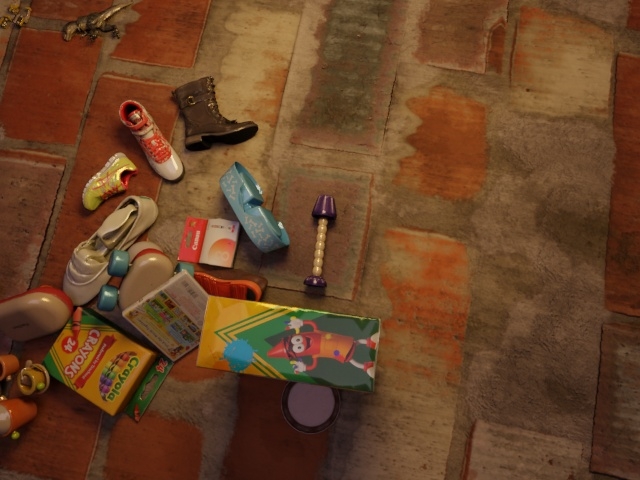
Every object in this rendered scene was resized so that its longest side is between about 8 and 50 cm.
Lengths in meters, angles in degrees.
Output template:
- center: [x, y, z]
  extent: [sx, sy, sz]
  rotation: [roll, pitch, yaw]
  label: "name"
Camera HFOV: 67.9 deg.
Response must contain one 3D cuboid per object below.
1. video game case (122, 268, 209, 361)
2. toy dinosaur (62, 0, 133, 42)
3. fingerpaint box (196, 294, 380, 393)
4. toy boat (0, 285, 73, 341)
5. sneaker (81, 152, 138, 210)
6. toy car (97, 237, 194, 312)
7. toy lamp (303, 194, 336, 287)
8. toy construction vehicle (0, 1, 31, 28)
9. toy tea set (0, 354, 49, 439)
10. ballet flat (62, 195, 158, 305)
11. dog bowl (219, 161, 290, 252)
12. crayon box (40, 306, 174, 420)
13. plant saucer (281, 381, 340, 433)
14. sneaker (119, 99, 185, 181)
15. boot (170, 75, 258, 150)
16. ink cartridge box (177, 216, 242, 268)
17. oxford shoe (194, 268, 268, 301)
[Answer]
- center: [-0.401, 0.217, 1.348]
  extent: [0.206, 0.227, 0.026]
  rotation: [-35, 35, -4]
  label: "video game case"
- center: [-0.748, -0.731, 1.609]
  extent: [0.268, 0.064, 0.118]
  rotation: [-26, 72, -5]
  label: "toy dinosaur"
- center: [-0.056, 0.251, 1.186]
  extent: [0.372, 0.445, 0.163]
  rotation: [7, 78, 5]
  label: "fingerpaint box"
- center: [-0.832, 0.193, 1.401]
  extent: [0.231, 0.151, 0.151]
  rotation: [-17, 36, 18]
  label: "toy boat"
- center: [-0.654, -0.173, 1.484]
  extent: [0.094, 0.081, 0.208]
  rotation: [33, 82, 6]
  label: "sneaker"
- center: [-0.517, 0.092, 1.392]
  extent: [0.219, 0.238, 0.210]
  rotation: [14, 109, -31]
  label: "toy car"
- center: [0.000, 0.000, 1.420]
  extent: [0.080, 0.080, 0.274]
  rotation: [8, 81, 5]
  label: "toy lamp"
- center: [-1.057, -0.773, 1.648]
  extent: [0.086, 0.035, 0.098]
  rotation: [17, 78, 17]
  label: "toy construction vehicle"
- center: [-0.931, 0.408, 1.332]
  extent: [0.336, 0.124, 0.199]
  rotation: [17, 97, 18]
  label: "toy tea set"
- center: [-0.653, 0.017, 1.422]
  extent: [0.139, 0.139, 0.400]
  rotation: [37, 83, 9]
  label: "ballet flat"
- center: [-0.200, -0.093, 1.410]
  extent: [0.074, 0.166, 0.297]
  rotation: [-32, 79, 9]
  label: "dog bowl"
- center: [-0.615, 0.358, 1.379]
  extent: [0.319, 0.081, 0.202]
  rotation: [29, 82, 7]
  label: "crayon box"
- center: [-0.027, 0.460, 1.355]
  extent: [0.169, 0.029, 0.168]
  rotation: [-1, 80, 3]
  label: "plant saucer"
- center: [-0.527, -0.308, 1.470]
  extent: [0.090, 0.145, 0.270]
  rotation: [-32, 79, -3]
  label: "sneaker"
- center: [-0.340, -0.418, 1.510]
  extent: [0.263, 0.091, 0.228]
  rotation: [-11, 79, 3]
  label: "boot"
- center: [-0.341, 0.001, 1.453]
  extent: [0.180, 0.045, 0.145]
  rotation: [9, 79, 2]
  label: "ink cartridge box"
- center: [-0.286, 0.130, 1.414]
  extent: [0.272, 0.098, 0.096]
  rotation: [9, 117, 17]
  label: "oxford shoe"
